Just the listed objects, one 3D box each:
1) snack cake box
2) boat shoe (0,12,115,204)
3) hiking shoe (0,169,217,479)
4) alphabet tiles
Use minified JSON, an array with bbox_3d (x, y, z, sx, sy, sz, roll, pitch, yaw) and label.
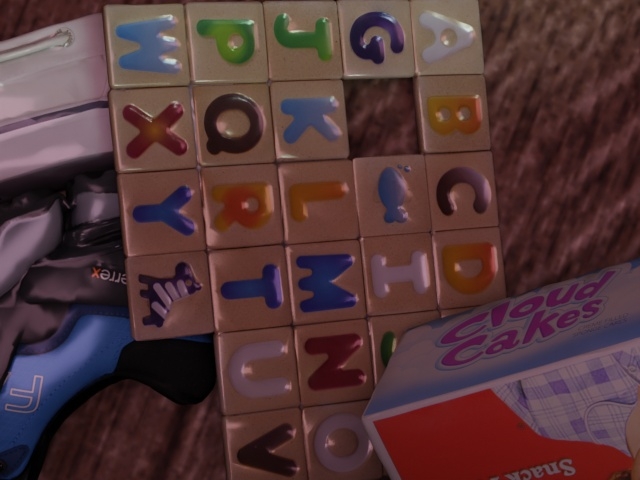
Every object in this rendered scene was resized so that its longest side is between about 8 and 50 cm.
[{"bbox_3d":[0.171,0.087,0.695,0.264,0.089,0.152,-19,108,25],"label":"snack cake box"},{"bbox_3d":[-0.222,-0.052,0.779,0.267,0.096,0.088,-14,84,1],"label":"boat shoe"},{"bbox_3d":[-0.194,0.078,0.762,0.304,0.113,0.132,-26,87,1],"label":"hiking shoe"},{"bbox_3d":[0.000,0.000,0.771,0.198,0.009,0.237,-5,87,-22],"label":"alphabet tiles"}]
